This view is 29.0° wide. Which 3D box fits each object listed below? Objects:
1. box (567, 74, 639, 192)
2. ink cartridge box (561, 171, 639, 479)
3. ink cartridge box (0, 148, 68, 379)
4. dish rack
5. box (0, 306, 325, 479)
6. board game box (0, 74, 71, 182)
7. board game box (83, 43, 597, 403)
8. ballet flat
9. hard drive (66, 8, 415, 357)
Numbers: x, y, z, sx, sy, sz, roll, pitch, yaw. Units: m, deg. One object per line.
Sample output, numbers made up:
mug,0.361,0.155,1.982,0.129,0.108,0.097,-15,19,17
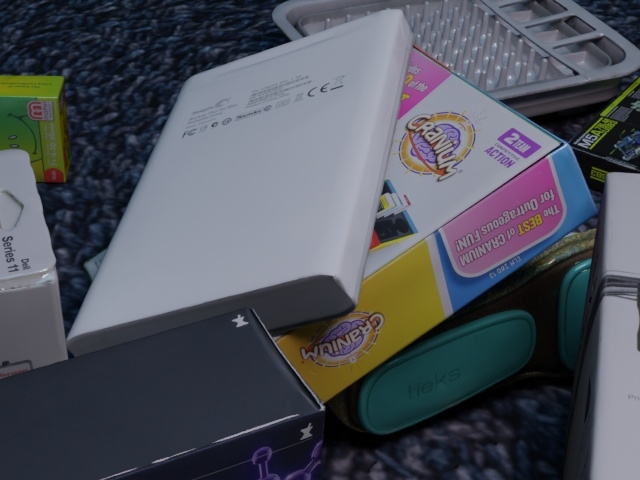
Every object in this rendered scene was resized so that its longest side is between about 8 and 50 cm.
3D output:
box,0.358,-0.087,1.208,0.184,0.045,0.191,20,39,28
ink cartridge box,0.208,0.133,0.718,0.129,0.223,0.307,7,35,10
ink cartridge box,-0.210,0.068,0.796,0.087,0.208,0.153,-9,36,-16
dish rack,0.138,-0.193,1.322,0.333,0.072,0.285,-12,38,-21
box,-0.137,0.165,0.683,0.261,0.184,0.103,-16,38,-24
board game box,-0.326,-0.104,1.140,0.181,0.092,0.043,1,36,-3
board game box,0.000,0.000,0.889,0.317,0.064,0.242,-34,33,-4
ballet flat,0.150,0.049,0.937,0.349,0.123,0.123,-15,38,-20
hard drive,-0.047,-0.046,0.889,0.203,0.040,0.307,-15,36,24
